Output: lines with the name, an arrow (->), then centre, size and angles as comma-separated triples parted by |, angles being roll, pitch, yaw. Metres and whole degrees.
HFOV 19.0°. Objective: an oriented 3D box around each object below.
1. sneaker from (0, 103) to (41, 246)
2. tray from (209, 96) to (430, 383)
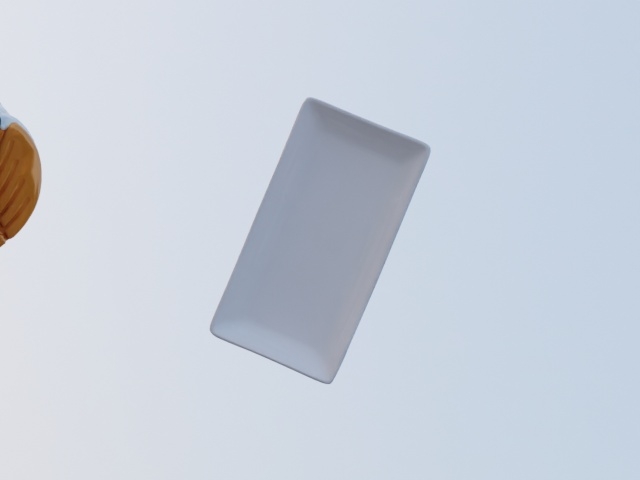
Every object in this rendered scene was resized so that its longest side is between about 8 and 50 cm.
sneaker -> -0.273, -0.009, 0.993 | 0.121, 0.262, 0.099 | -124, -166, -63
tray -> 0.000, 0.000, 1.991 | 0.145, 0.270, 0.030 | 23, 0, 7
